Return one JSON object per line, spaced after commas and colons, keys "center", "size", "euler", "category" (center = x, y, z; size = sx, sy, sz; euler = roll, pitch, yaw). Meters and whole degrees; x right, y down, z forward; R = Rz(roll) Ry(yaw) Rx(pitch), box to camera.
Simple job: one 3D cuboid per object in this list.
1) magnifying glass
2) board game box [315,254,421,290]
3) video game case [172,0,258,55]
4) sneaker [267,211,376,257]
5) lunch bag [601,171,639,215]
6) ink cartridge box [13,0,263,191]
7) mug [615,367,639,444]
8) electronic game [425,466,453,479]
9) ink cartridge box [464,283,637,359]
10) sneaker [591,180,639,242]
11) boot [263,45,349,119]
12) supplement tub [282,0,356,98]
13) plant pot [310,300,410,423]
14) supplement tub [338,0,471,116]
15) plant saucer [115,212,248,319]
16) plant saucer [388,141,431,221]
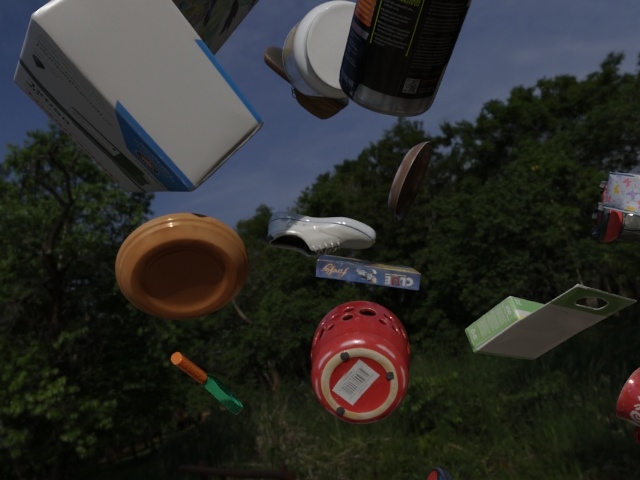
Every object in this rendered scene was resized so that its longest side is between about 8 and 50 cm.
{"center": [-0.229, 0.293, 1.069], "size": [0.026, 0.092, 0.231], "euler": [-42, -45, -12], "category": "magnifying glass"}
{"center": [0.113, 0.076, 1.283], "size": [0.243, 0.042, 0.165], "euler": [8, 3, 2], "category": "board game box"}
{"center": [-0.183, -0.463, 0.920], "size": [0.036, 0.300, 0.329], "euler": [32, -17, 1], "category": "video game case"}
{"center": [0.000, 0.000, 1.230], "size": [0.258, 0.091, 0.094], "euler": [6, -35, 5], "category": "sneaker"}
{"center": [0.556, -0.083, 0.932], "size": [0.053, 0.071, 0.083], "euler": [4, 11, -10], "category": "lunch bag"}
{"center": [-0.314, -0.231, 0.848], "size": [0.285, 0.166, 0.395], "euler": [51, -22, -25], "category": "ink cartridge box"}
{"center": [0.652, 0.328, 0.944], "size": [0.113, 0.169, 0.150], "euler": [-43, -53, -15], "category": "mug"}
{"center": [0.206, 0.520, 0.912], "size": [0.048, 0.229, 0.229], "euler": [6, -17, 0], "category": "electronic game"}
{"center": [0.401, 0.134, 0.926], "size": [0.171, 0.056, 0.235], "euler": [13, -45, -29], "category": "ink cartridge box"}
{"center": [0.666, -0.062, 1.126], "size": [0.135, 0.098, 0.276], "euler": [11, 25, 23], "category": "sneaker"}
{"center": [-0.063, -0.477, 1.617], "size": [0.305, 0.112, 0.115], "euler": [30, -39, -26], "category": "boot"}
{"center": [0.032, -0.482, 1.342], "size": [0.228, 0.228, 0.316], "euler": [-8, 15, -10], "category": "supplement tub"}
{"center": [0.075, 0.227, 0.957], "size": [0.191, 0.191, 0.174], "euler": [-13, 12, 6], "category": "plant pot"}
{"center": [0.166, -0.426, 0.982], "size": [0.207, 0.207, 0.338], "euler": [-4, -45, -22], "category": "supplement tub"}
{"center": [-0.206, 0.051, 0.793], "size": [0.199, 0.037, 0.200], "euler": [-9, -52, -11], "category": "plant saucer"}
{"center": [0.320, -0.219, 1.899], "size": [0.050, 0.311, 0.310], "euler": [24, -7, 18], "category": "plant saucer"}
